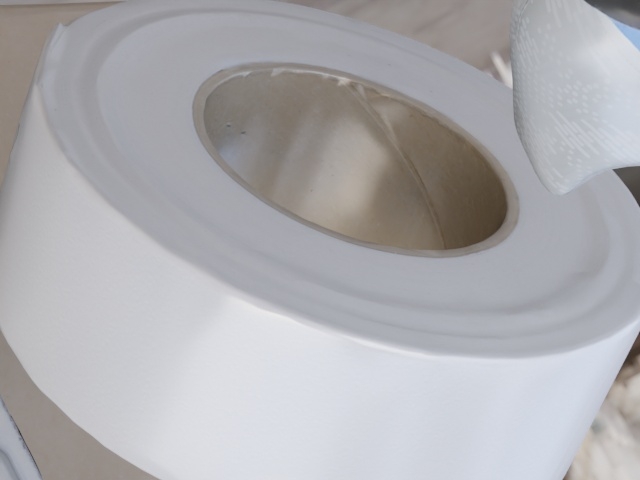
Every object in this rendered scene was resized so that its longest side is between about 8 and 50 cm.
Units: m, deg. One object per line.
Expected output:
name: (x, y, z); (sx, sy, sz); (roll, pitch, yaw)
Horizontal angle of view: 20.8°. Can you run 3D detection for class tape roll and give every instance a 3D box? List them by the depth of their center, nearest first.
tape roll: (0.000, 0.000, 0.770); (0.286, 0.286, 0.100); (-24, 143, -50)

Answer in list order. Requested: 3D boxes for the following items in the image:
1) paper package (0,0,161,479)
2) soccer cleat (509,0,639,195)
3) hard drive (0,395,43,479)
paper package: (-0.175, 0.033, 1.060); (0.309, 0.325, 0.168); (-7, 165, -38)
soccer cleat: (0.228, -0.080, 0.665); (0.331, 0.116, 0.143); (-2, 142, -10)
hard drive: (-0.171, 0.240, 0.690); (0.237, 0.339, 0.064); (-22, 169, -27)
